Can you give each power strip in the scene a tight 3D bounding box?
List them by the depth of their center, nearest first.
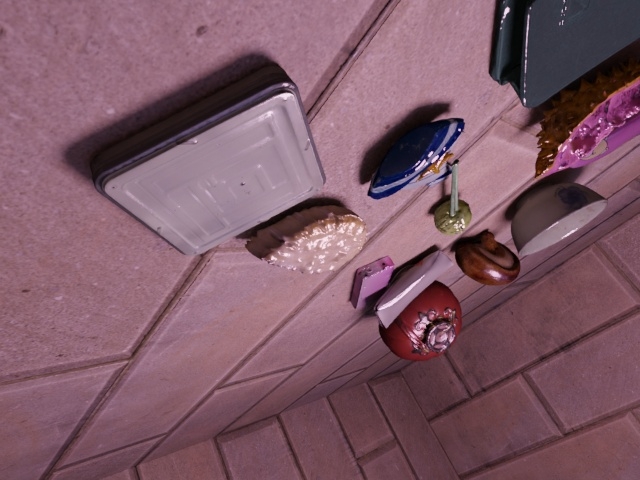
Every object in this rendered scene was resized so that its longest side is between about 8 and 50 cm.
[{"bbox_3d":[0.156,0.136,1.369,0.109,0.037,0.279,-23,154,-13],"label":"power strip"}]

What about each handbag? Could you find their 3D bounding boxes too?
[{"bbox_3d":[0.415,-0.357,0.647,0.327,0.089,0.238,-31,154,6],"label":"handbag"}]

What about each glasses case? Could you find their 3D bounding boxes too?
[{"bbox_3d":[0.722,-0.282,1.047,0.316,0.075,0.123,-35,155,12],"label":"glasses case"},{"bbox_3d":[0.279,0.139,1.420,0.308,0.083,0.128,-42,142,-2],"label":"glasses case"}]

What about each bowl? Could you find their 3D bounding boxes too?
[{"bbox_3d":[0.706,-0.087,1.384,0.289,0.146,0.289,-23,156,-11],"label":"bowl"}]

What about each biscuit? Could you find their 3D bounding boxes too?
[{"bbox_3d":[0.000,0.000,0.899,0.179,0.084,0.281,-42,151,28],"label":"biscuit"}]

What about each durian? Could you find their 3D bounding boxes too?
[{"bbox_3d":[0.562,-0.285,0.918,0.341,0.112,0.191,-39,145,3],"label":"durian"}]

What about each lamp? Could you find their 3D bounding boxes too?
[{"bbox_3d":[-0.132,-0.090,0.636,0.269,0.047,0.266,-28,156,-1],"label":"lamp"},{"bbox_3d":[0.350,0.278,1.570,0.303,0.257,0.303,-8,112,-20],"label":"lamp"}]

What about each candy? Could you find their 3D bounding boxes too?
[{"bbox_3d":[0.307,-0.097,1.022,0.093,0.092,0.335,-4,159,13],"label":"candy"}]

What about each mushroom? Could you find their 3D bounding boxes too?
[{"bbox_3d":[0.548,0.076,1.479,0.232,0.194,0.138,3,141,-31],"label":"mushroom"}]

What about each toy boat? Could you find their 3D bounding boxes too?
[{"bbox_3d":[0.206,-0.149,0.889,0.220,0.067,0.291,-39,164,22],"label":"toy boat"}]
